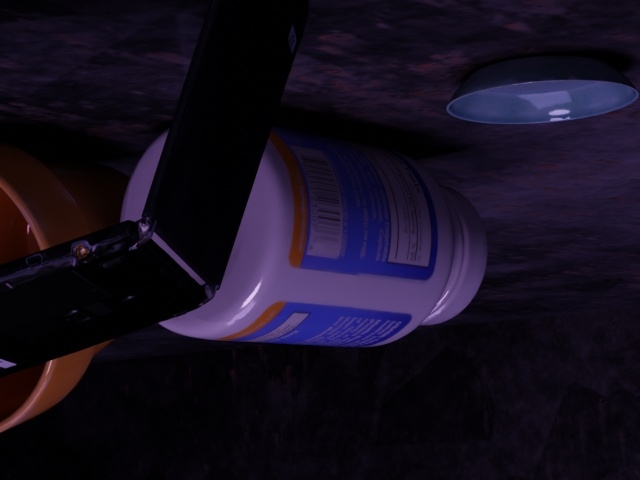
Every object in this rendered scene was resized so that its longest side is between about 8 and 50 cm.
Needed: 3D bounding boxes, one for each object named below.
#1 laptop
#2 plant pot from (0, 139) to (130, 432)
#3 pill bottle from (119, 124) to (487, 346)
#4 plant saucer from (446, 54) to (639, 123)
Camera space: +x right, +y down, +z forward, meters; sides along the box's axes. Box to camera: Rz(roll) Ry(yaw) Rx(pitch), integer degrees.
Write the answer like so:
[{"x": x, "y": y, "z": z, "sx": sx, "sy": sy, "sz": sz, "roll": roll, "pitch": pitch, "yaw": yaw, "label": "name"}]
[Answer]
[{"x": -0.116, "y": -0.033, "z": 0.767, "sx": 0.264, "sy": 0.137, "sz": 0.234, "roll": -19, "pitch": 171, "yaw": 1, "label": "laptop"}, {"x": -0.214, "y": 0.020, "z": 1.217, "sx": 0.205, "sy": 0.205, "sz": 0.188, "roll": -7, "pitch": -173, "yaw": 30, "label": "plant pot"}, {"x": 0.000, "y": 0.000, "z": 1.224, "sx": 0.152, "sy": 0.152, "sz": 0.272, "roll": -9, "pitch": 170, "yaw": 37, "label": "pill bottle"}, {"x": 0.137, "y": -0.095, "z": 1.058, "sx": 0.119, "sy": 0.021, "sz": 0.119, "roll": -3, "pitch": 171, "yaw": 0, "label": "plant saucer"}]
